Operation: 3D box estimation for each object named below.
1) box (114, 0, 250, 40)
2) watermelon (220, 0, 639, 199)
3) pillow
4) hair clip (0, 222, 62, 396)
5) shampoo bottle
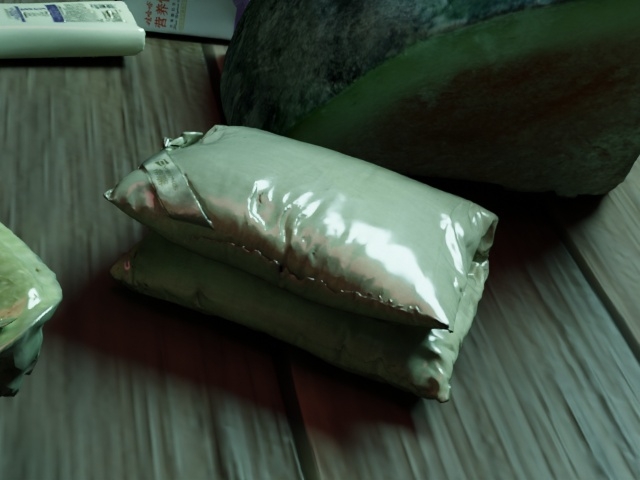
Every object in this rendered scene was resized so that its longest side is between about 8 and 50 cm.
[{"bbox_3d":[-0.087,-0.172,0.908,0.117,0.050,0.036,2,26,-15],"label":"box"},{"bbox_3d":[0.132,-0.130,0.813,0.387,0.258,0.228,-25,45,19],"label":"watermelon"},{"bbox_3d":[0.000,0.000,0.641,0.181,0.078,0.134,22,32,11],"label":"pillow"},{"bbox_3d":[-0.235,0.082,0.416,0.321,0.091,0.138,-26,47,-32],"label":"hair clip"},{"bbox_3d":[-0.187,-0.136,0.829,0.141,0.034,0.049,-6,43,-27],"label":"shampoo bottle"}]
